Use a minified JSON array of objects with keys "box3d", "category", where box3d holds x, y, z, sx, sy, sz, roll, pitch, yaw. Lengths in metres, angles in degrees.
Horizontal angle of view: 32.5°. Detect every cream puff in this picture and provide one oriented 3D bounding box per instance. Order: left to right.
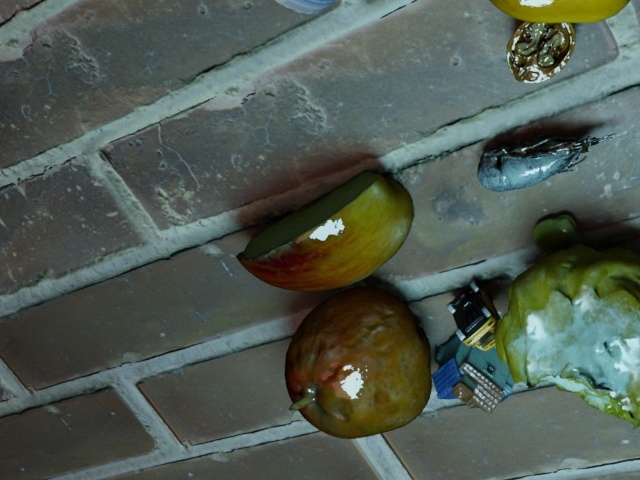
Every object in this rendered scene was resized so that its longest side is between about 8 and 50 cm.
[{"box3d":[0.438,0.134,1.792,0.323,0.270,0.274,25,100,-7],"category":"cream puff"}]

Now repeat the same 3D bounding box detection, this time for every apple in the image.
[{"box3d":[0.000,0.000,1.919,0.346,0.179,0.254,-26,147,35],"category":"apple"}]

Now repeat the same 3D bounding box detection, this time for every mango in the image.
[{"box3d":[0.326,-0.371,1.528,0.219,0.112,0.144,16,109,2],"category":"mango"}]

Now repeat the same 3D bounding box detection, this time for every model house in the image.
[{"box3d":[0.269,0.260,1.992,0.148,0.148,0.119,40,131,-5],"category":"model house"}]

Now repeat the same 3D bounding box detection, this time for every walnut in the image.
[{"box3d":[0.325,-0.292,1.623,0.091,0.052,0.121,29,124,-7],"category":"walnut"}]

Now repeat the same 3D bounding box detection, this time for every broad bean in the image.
[{"box3d":[0.387,-0.010,1.811,0.063,0.045,0.083,46,137,-11],"category":"broad bean"}]

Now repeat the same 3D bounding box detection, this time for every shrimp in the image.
[{"box3d":[0.353,-0.130,1.721,0.233,0.079,0.090,-16,152,29],"category":"shrimp"}]

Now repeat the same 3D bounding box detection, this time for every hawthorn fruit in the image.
[{"box3d":[0.052,0.238,1.969,0.277,0.298,0.277,22,126,35],"category":"hawthorn fruit"}]

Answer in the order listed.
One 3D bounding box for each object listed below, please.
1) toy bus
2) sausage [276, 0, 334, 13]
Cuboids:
[{"box3d":[0.271,0.135,1.886,0.069,0.162,0.074,-43,107,13],"category":"toy bus"},{"box3d":[0.031,-0.476,1.504,0.287,0.233,0.233,-29,109,38],"category":"sausage"}]
